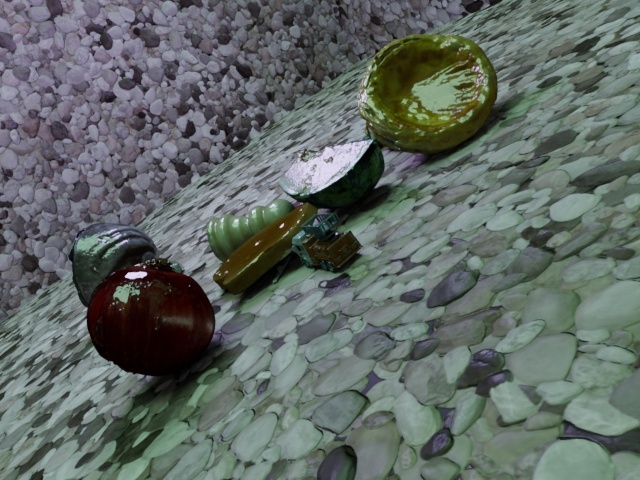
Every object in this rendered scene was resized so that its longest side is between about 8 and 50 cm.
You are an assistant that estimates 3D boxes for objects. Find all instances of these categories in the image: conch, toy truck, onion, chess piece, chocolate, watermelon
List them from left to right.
[{"bbox_3d":[-0.631,0.081,2.004,0.213,0.303,0.303,-8,24,12],"label":"chocolate"},{"bbox_3d":[-0.363,0.162,1.331,0.276,0.276,0.276,-29,19,11],"label":"onion"},{"bbox_3d":[-0.491,0.096,2.041,0.085,0.056,0.076,-22,8,27],"label":"conch"},{"bbox_3d":[-0.184,-0.038,1.784,0.251,0.144,0.144,-20,21,17],"label":"chess piece"},{"bbox_3d":[-0.001,0.001,1.394,0.080,0.115,0.178,-41,18,-23],"label":"toy truck"},{"bbox_3d":[0.043,-0.173,1.636,0.224,0.180,0.305,-19,11,-42],"label":"watermelon"}]

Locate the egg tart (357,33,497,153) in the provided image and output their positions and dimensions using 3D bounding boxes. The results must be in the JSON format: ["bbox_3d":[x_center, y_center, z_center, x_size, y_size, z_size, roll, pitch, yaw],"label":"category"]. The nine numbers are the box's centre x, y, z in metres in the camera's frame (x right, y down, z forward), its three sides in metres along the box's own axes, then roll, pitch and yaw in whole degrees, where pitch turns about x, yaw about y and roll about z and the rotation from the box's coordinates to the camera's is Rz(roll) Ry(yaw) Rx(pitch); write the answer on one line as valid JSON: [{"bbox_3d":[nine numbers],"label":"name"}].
[{"bbox_3d":[0.292,-0.391,1.698,0.388,0.387,0.169,-32,-26,2],"label":"egg tart"}]

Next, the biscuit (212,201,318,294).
[{"bbox_3d":[-0.150,0.038,1.583,0.344,0.057,0.287,-31,17,33],"label":"biscuit"}]

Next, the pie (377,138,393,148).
[{"bbox_3d":[0.330,-0.390,1.918,0.340,0.083,0.339,-29,16,9],"label":"pie"}]

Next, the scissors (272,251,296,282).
[{"bbox_3d":[-0.087,0.044,1.570,0.110,0.021,0.212,-26,19,28],"label":"scissors"}]

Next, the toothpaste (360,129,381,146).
[{"bbox_3d":[0.129,-0.275,1.975,0.099,0.061,0.392,9,42,34],"label":"toothpaste"}]

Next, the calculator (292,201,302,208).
[{"bbox_3d":[-0.021,-0.136,1.908,0.127,0.034,0.190,-23,15,30],"label":"calculator"}]
